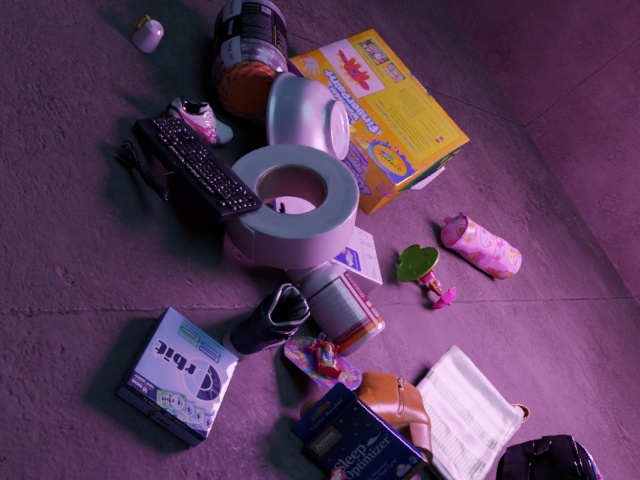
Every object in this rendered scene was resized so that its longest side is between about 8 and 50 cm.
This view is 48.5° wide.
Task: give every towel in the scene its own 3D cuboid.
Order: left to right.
[{"bbox_3d":[0.316,0.406,1.607,0.248,0.038,0.325,48,42,7],"label":"towel"}]

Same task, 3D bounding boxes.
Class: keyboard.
[{"bbox_3d":[-0.277,-0.146,1.415,0.201,0.033,0.317,-22,56,-39],"label":"keyboard"}]

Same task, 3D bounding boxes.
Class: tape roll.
[{"bbox_3d":[-0.064,-0.075,1.498,0.286,0.100,0.286,3,49,-4],"label":"tape roll"}]

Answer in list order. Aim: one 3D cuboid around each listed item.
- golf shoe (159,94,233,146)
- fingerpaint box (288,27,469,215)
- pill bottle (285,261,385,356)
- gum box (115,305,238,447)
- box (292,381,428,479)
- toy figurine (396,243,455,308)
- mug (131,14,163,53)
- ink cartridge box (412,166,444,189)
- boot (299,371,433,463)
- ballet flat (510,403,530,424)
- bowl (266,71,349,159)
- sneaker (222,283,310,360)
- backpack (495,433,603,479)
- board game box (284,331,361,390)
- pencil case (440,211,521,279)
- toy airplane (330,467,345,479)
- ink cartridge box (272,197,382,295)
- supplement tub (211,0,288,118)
[{"bbox_3d":[-0.263,-0.267,1.598,0.186,0.086,0.067,14,45,-45],"label":"golf shoe"},{"bbox_3d":[0.136,-0.341,1.986,0.371,0.163,0.445,-33,80,-40],"label":"fingerpaint box"},{"bbox_3d":[0.029,0.128,1.518,0.221,0.121,0.121,54,32,5],"label":"pill bottle"},{"bbox_3d":[-0.230,0.222,1.175,0.157,0.041,0.184,40,32,-16],"label":"gum box"},{"bbox_3d":[0.070,0.378,1.299,0.225,0.136,0.036,43,7,-10],"label":"box"},{"bbox_3d":[0.293,0.109,1.908,0.159,0.130,0.173,52,4,-23],"label":"toy figurine"},{"bbox_3d":[-0.406,-0.489,1.667,0.078,0.064,0.062,47,33,-5],"label":"mug"},{"bbox_3d":[0.245,-0.306,2.239,0.197,0.114,0.273,0,58,-51],"label":"ink cartridge box"},{"bbox_3d":[0.088,0.332,1.427,0.295,0.104,0.211,23,22,-15],"label":"boot"},{"bbox_3d":[0.443,0.432,1.763,0.232,0.073,0.080,9,51,-46],"label":"ballet flat"},{"bbox_3d":[-0.013,-0.264,1.719,0.298,0.134,0.298,-1,90,-70],"label":"bowl"},{"bbox_3d":[-0.066,0.138,1.353,0.086,0.163,0.226,52,30,5],"label":"sneaker"},{"bbox_3d":[0.506,0.566,1.533,0.213,0.276,0.263,56,28,-47],"label":"backpack"},{"bbox_3d":[0.010,0.231,1.407,0.168,0.033,0.133,36,24,28],"label":"board game box"},{"bbox_3d":[0.500,0.019,2.219,0.284,0.124,0.124,29,38,-29],"label":"pencil case"},{"bbox_3d":[0.006,0.466,1.229,0.151,0.028,0.151,27,45,-31],"label":"toy airplane"},{"bbox_3d":[0.000,0.000,1.669,0.332,0.065,0.165,28,38,-34],"label":"ink cartridge box"},{"bbox_3d":[-0.178,-0.464,1.802,0.193,0.193,0.316,29,37,-30],"label":"supplement tub"}]
